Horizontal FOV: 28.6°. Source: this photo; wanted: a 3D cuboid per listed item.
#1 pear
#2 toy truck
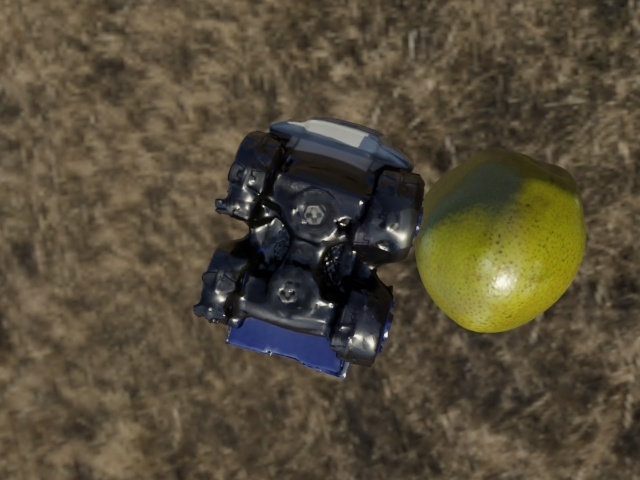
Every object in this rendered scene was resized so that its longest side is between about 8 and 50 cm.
[{"bbox_3d":[0.187,-0.003,1.341,0.198,0.198,0.198,18,113,52],"label":"pear"},{"bbox_3d":[0.000,0.000,1.068,0.161,0.177,0.213,17,104,7],"label":"toy truck"}]
